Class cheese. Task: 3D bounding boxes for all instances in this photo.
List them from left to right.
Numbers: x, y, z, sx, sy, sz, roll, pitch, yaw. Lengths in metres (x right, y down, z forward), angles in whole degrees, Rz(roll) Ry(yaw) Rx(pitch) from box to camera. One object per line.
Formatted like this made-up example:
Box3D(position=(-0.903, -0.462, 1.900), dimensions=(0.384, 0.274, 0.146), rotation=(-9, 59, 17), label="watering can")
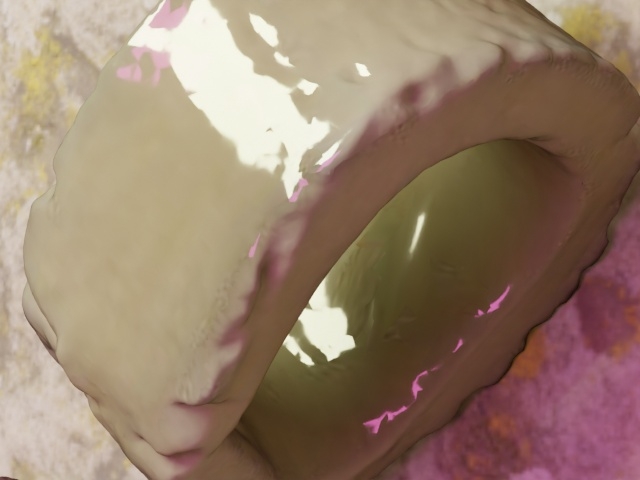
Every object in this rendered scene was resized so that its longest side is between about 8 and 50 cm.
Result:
Box3D(position=(-0.003, -0.002, 0.926), dimensions=(0.153, 0.292, 0.332), rotation=(45, 113, 28), label="cheese")

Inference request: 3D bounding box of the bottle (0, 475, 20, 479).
Box3D(position=(-0.268, 0.220, 1.158), dimensions=(0.233, 0.110, 0.110), rotation=(-17, 74, 28), label="bottle")
